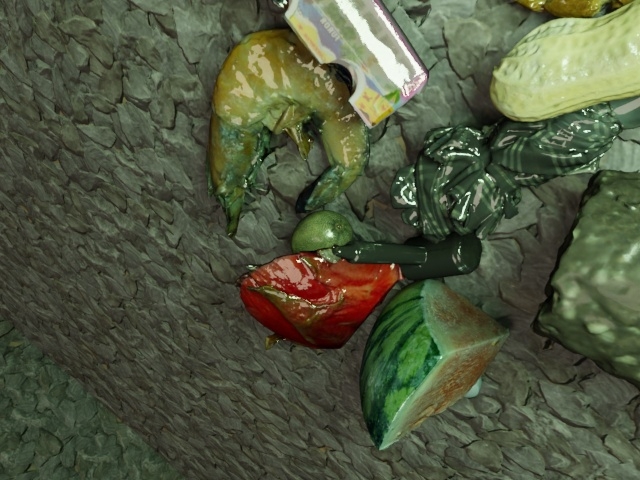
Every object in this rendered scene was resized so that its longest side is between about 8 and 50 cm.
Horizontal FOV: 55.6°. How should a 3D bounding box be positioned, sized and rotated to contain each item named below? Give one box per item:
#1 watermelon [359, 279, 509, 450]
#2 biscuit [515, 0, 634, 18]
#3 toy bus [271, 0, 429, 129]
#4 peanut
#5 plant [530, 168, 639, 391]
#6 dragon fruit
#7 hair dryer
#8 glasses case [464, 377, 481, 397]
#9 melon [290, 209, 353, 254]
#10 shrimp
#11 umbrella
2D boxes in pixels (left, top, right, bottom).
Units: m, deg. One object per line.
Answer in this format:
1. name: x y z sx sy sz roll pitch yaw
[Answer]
1. watermelon: 0.175 0.207 0.978 0.201 0.261 0.212 21 121 -4
2. biscuit: 0.247 -0.322 0.589 0.226 0.042 0.225 22 136 22
3. toy bus: 0.021 -0.280 0.764 0.112 0.090 0.274 -33 104 23
4. peanut: 0.278 -0.183 0.612 0.215 0.098 0.090 -10 142 30
5. plant: 0.413 0.064 0.659 0.312 0.213 0.215 26 135 19
6. dragon fruit: -0.014 0.122 1.058 0.282 0.100 0.343 11 147 -13
7. hair dryer: 0.119 0.013 0.861 0.114 0.248 0.070 -12 76 44
8. glasses case: 0.207 0.239 1.113 0.179 0.045 0.067 10 128 34
9. melon: 0.000 0.000 1.033 0.098 0.098 0.131 47 140 -5
10. shrimp: -0.074 -0.134 1.002 0.272 0.085 0.445 34 136 3
11. umbrella: 0.238 -0.086 0.732 0.337 0.128 0.154 -12 94 40
